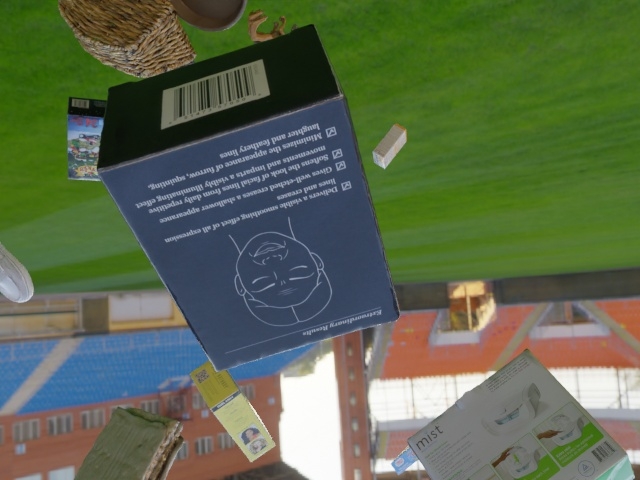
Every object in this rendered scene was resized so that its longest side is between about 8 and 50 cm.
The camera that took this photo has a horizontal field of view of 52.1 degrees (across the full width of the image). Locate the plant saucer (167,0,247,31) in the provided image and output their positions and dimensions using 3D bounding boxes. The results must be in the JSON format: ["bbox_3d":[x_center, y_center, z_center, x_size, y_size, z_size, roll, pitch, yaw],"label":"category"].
[{"bbox_3d":[-0.318,-0.710,1.783,0.278,0.278,0.041,-7,-146,32],"label":"plant saucer"}]

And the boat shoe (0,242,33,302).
[{"bbox_3d":[-0.527,0.036,1.039,0.066,0.184,0.063,-7,-146,16],"label":"boat shoe"}]

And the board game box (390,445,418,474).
[{"bbox_3d":[0.283,0.489,1.647,0.211,0.039,0.160,-19,153,-52],"label":"board game box"}]

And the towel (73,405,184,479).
[{"bbox_3d":[-0.316,0.380,0.960,0.187,0.282,0.049,-4,139,48],"label":"towel"}]

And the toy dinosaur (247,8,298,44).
[{"bbox_3d":[-0.101,-0.332,1.136,0.211,0.112,0.064,-41,-139,-25],"label":"toy dinosaur"}]

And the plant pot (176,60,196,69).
[{"bbox_3d":[-0.418,-0.388,1.938,0.236,0.236,0.212,-47,-161,-26],"label":"plant pot"}]

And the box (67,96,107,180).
[{"bbox_3d":[-0.315,-0.165,1.138,0.233,0.044,0.159,2,144,-19],"label":"box"}]

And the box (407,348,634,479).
[{"bbox_3d":[0.315,0.351,1.059,0.262,0.231,0.127,-38,135,0],"label":"box"}]

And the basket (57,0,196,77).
[{"bbox_3d":[-0.522,-0.550,1.757,0.299,0.213,0.223,34,168,17],"label":"basket"}]

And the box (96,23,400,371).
[{"bbox_3d":[-0.081,-0.044,0.917,0.293,0.212,0.395,-17,131,2],"label":"box"}]

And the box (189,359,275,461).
[{"bbox_3d":[-0.149,0.298,1.143,0.058,0.087,0.232,-33,142,-12],"label":"box"}]

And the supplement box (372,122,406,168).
[{"bbox_3d":[0.175,-0.238,1.653,0.036,0.098,0.062,34,167,19],"label":"supplement box"}]
